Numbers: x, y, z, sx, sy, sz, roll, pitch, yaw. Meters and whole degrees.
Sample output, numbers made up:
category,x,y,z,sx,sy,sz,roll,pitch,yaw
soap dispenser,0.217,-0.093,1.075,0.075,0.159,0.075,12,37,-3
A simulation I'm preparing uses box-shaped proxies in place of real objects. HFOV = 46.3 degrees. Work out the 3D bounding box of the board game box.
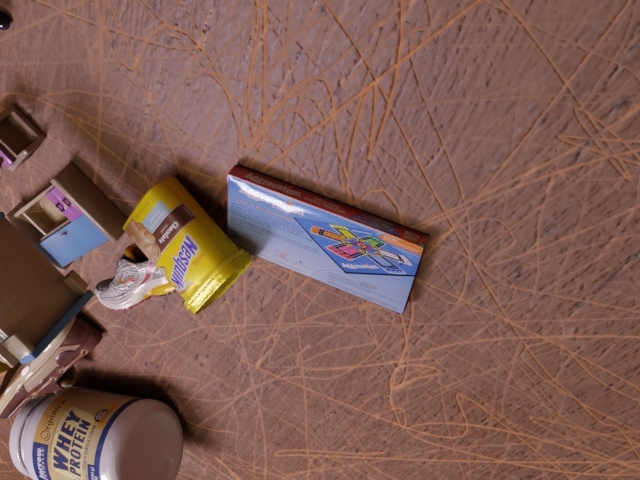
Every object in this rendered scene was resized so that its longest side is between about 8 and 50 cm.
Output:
category,x,y,z,sx,sy,sz,roll,pitch,yaw
board game box,0.000,0.000,1.038,0.281,0.027,0.145,21,139,11

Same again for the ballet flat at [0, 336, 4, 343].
category,x,y,z,sx,sy,sz,roll,pitch,yaw
ballet flat,-0.676,0.150,1.505,0.147,0.147,0.409,27,139,4

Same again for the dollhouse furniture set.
category,x,y,z,sx,sy,sz,roll,pitch,yaw
dollhouse furniture set,-0.498,0.015,1.138,0.198,0.303,0.286,-24,116,42

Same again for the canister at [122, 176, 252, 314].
category,x,y,z,sx,sy,sz,roll,pitch,yaw
canister,-0.197,0.007,1.091,0.170,0.073,0.126,48,127,5

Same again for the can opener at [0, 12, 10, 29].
category,x,y,z,sx,sy,sz,roll,pitch,yaw
can opener,-0.510,-0.313,1.007,0.186,0.059,0.073,24,138,9

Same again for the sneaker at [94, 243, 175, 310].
category,x,y,z,sx,sy,sz,roll,pitch,yaw
sneaker,-0.294,0.046,1.225,0.225,0.088,0.092,-22,110,34

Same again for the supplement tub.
category,x,y,z,sx,sy,sz,roll,pitch,yaw
supplement tub,-0.477,0.434,1.591,0.316,0.228,0.228,1,131,29

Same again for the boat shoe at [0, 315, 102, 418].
category,x,y,z,sx,sy,sz,roll,pitch,yaw
boat shoe,-0.562,0.273,1.538,0.123,0.123,0.342,32,118,-24
